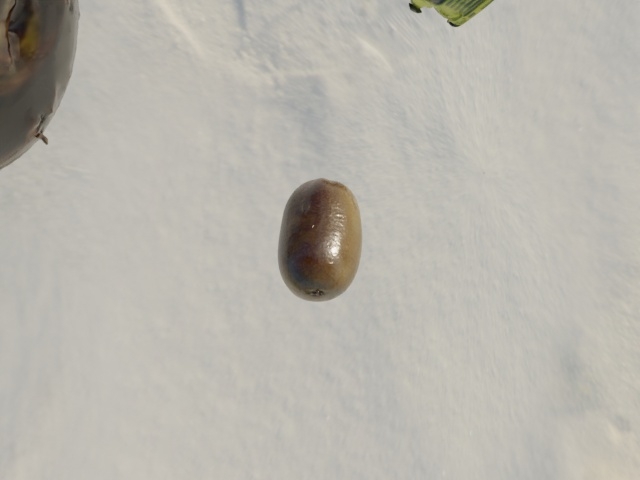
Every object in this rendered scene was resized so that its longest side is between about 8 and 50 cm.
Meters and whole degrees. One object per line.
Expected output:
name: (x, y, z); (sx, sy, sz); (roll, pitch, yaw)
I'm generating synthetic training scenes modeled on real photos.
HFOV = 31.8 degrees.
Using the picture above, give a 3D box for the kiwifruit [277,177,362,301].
kiwifruit: (0.000, 0.000, 1.009); (0.075, 0.075, 0.124); (-4, 51, 9)

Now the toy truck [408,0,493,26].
toy truck: (0.116, -0.400, 1.342); (0.124, 0.157, 0.272); (-38, 62, 30)

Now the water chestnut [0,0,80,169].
water chestnut: (-0.226, -0.138, 0.602); (0.238, 0.224, 0.223); (2, 94, 38)
